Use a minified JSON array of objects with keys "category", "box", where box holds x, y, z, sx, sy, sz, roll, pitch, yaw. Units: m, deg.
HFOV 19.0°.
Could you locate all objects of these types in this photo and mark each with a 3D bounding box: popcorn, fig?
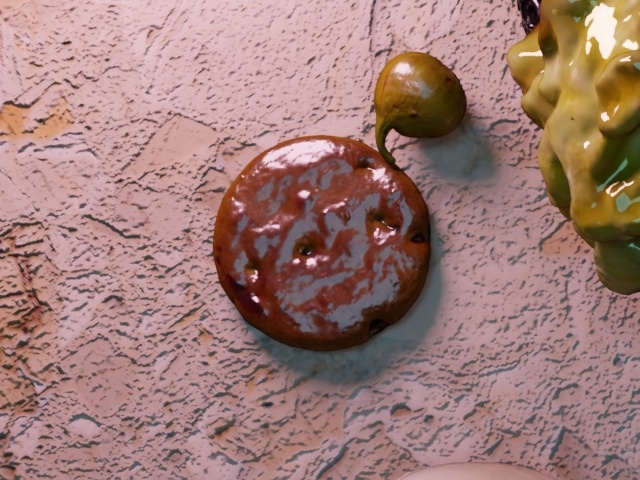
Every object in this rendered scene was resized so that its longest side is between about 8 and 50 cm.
[{"category":"popcorn","box":[0.304,-0.110,1.612,0.312,0.312,0.312,-2,82,12]},{"category":"fig","box":[0.082,-0.128,1.770,0.098,0.082,0.084,-36,114,-4]}]

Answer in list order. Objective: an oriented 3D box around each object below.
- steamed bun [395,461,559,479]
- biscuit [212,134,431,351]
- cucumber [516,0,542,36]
[{"category":"steamed bun","box":[0.134,0.345,1.570,0.206,0.324,0.324,22,87,36]},{"category":"biscuit","box":[0.000,0.000,1.792,0.212,0.036,0.212,-2,81,11]},{"category":"cucumber","box":[0.194,-0.259,1.781,0.053,0.053,0.181,-19,77,9]}]
